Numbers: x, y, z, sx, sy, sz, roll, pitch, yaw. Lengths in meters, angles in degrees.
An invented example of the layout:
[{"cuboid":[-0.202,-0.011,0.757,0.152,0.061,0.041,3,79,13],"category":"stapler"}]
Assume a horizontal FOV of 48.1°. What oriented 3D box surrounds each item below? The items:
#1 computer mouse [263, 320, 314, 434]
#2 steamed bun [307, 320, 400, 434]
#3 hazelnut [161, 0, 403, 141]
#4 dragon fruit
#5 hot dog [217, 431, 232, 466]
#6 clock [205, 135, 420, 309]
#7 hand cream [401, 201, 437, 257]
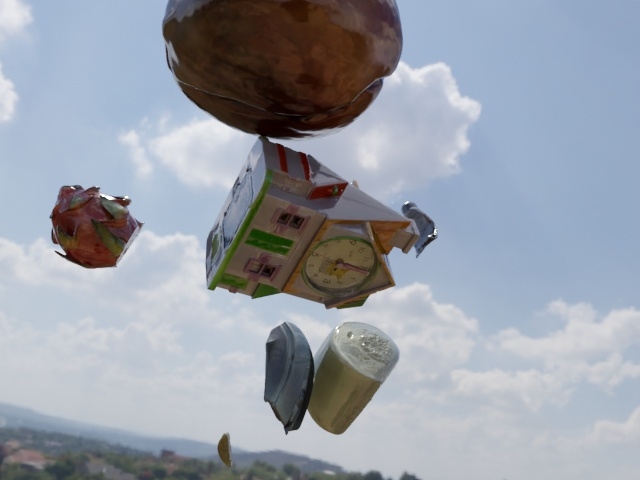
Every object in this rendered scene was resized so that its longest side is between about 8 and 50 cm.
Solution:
[{"cuboid":[-0.052,0.260,1.390,0.071,0.231,0.126,-14,-42,18],"category":"computer mouse"},{"cuboid":[0.053,0.284,1.528,0.154,0.200,0.250,37,20,12],"category":"steamed bun"},{"cuboid":[-0.055,-0.305,1.077,0.372,0.315,0.372,-12,-19,-4],"category":"hazelnut"},{"cuboid":[-0.579,-0.037,1.829,0.227,0.224,0.224,28,-21,-16],"category":"dragon fruit"},{"cuboid":[-0.251,0.546,1.871,0.034,0.090,0.030,-7,-5,4],"category":"hot dog"},{"cuboid":[0.000,0.000,1.162,0.309,0.166,0.235,17,-56,-22],"category":"clock"},{"cuboid":[0.195,-0.025,1.425,0.039,0.163,0.062,37,-70,-26],"category":"hand cream"}]
